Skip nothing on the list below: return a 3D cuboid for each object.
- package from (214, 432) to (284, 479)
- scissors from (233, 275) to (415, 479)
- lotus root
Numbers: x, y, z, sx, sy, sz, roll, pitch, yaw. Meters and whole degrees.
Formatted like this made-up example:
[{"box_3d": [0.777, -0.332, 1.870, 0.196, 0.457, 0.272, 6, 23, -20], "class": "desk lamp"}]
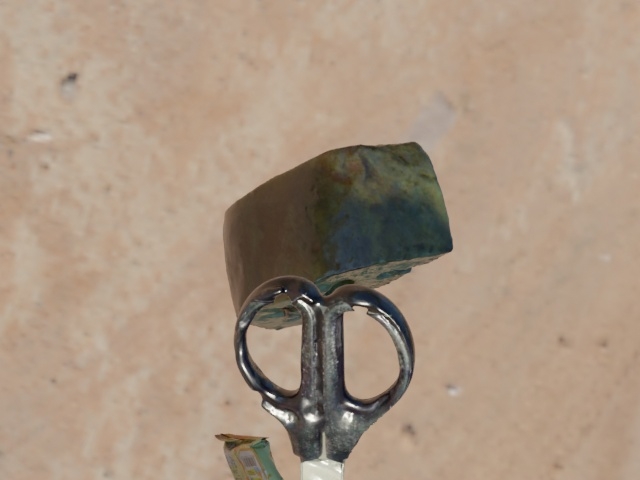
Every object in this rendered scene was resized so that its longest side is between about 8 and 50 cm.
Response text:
[{"box_3d": [-0.068, 0.267, 1.930, 0.031, 0.108, 0.121, -26, 96, -28], "class": "package"}, {"box_3d": [0.001, 0.144, 1.081, 0.022, 0.109, 0.300, -73, 167, -52], "class": "scissors"}, {"box_3d": [0.000, 0.000, 1.552, 0.138, 0.235, 0.119, -4, 73, -45], "class": "lotus root"}]
